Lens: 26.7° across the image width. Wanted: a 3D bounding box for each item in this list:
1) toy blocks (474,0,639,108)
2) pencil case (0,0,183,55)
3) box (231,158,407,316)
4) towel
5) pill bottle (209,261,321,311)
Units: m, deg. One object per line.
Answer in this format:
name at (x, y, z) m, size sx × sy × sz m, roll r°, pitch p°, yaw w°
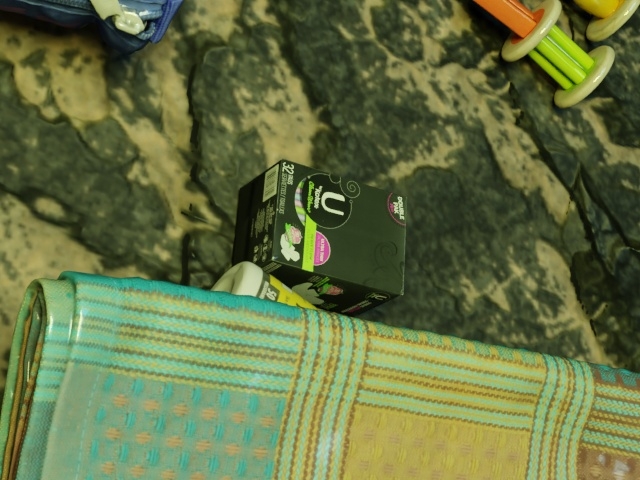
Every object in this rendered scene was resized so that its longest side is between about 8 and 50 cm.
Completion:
toy blocks at (0.137, -0.177, 0.903) m, size 0.148 × 0.054 × 0.123 m, roll 39°, pitch 56°, yaw -13°
pencil case at (-0.199, -0.171, 0.651) m, size 0.306 × 0.119 × 0.133 m, roll 10°, pitch 44°, yaw -27°
box at (0.000, 0.000, 0.752) m, size 0.083 × 0.052 × 0.062 m, roll 16°, pitch 65°, yaw -27°
towel at (0.013, 0.173, 0.660) m, size 0.370 × 0.040 × 0.272 m, roll 11°, pitch 84°, yaw -28°
pill bottle at (-0.012, 0.068, 0.711) m, size 0.116 × 0.065 × 0.065 m, roll 36°, pitch 57°, yaw -16°
